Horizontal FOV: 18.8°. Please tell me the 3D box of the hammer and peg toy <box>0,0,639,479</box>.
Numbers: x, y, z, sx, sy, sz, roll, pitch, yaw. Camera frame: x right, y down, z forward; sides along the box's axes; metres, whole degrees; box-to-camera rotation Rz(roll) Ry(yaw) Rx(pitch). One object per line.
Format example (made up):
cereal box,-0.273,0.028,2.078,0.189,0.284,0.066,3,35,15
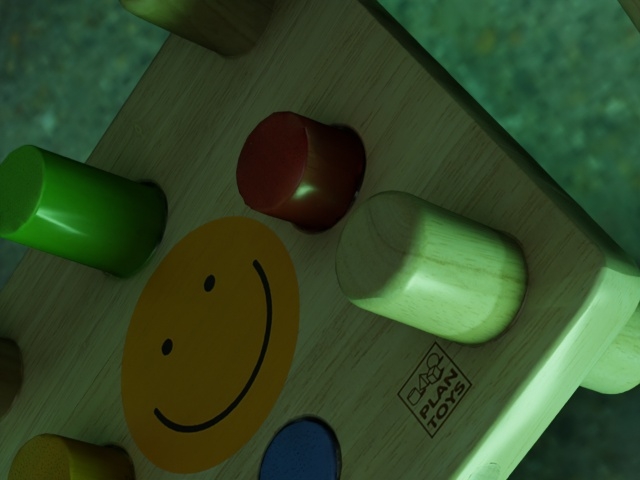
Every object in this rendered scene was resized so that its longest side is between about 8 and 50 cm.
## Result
hammer and peg toy,0.000,0.000,0.670,0.361,0.127,0.266,-54,43,16
